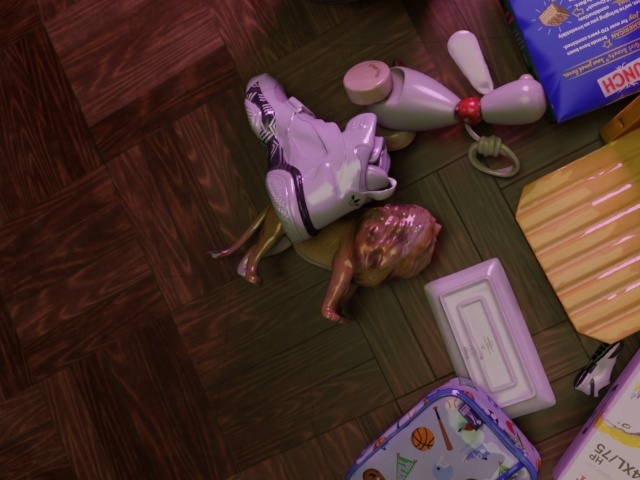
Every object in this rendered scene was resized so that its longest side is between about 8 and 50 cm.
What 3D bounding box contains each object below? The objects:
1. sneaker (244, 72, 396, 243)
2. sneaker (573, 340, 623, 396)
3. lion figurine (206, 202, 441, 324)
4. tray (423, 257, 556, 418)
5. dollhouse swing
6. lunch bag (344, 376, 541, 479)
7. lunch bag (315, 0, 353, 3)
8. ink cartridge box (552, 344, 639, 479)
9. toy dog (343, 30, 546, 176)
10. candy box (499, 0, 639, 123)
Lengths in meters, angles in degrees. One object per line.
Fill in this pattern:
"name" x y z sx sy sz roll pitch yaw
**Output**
"sneaker" -0.001 -0.174 1.444 0.210 0.137 0.365 -20 54 5
"sneaker" 0.469 0.212 1.374 0.044 0.040 0.109 35 101 -2
"lion figurine" 0.000 0.000 1.467 0.392 0.142 0.240 23 87 20
"tray" 0.288 0.178 1.428 0.145 0.030 0.270 -22 82 15
"dollhouse swing" 0.511 -0.036 1.248 0.305 0.315 0.346 -25 81 -7
"lunch bag" 0.212 0.392 1.387 0.303 0.115 0.243 -44 80 18
"lunch bag" 0.041 -0.506 1.422 0.287 0.235 0.168 -3 92 16
"ink cartridge box" 0.510 0.312 1.252 0.198 0.197 0.270 35 90 17
"toy dog" 0.211 -0.254 1.406 0.334 0.220 0.161 14 59 10
"candy box" 0.442 -0.383 1.330 0.268 0.122 0.317 -22 93 13
